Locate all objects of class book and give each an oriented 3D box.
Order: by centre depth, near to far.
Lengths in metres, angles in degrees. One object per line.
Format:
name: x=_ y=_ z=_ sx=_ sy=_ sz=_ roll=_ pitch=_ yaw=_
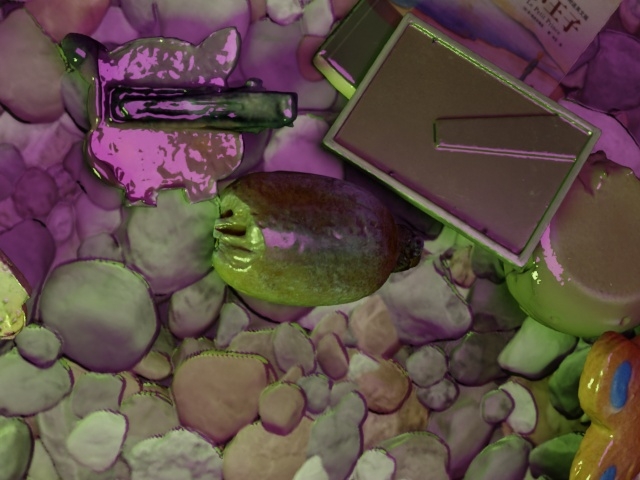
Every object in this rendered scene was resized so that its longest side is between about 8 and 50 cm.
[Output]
book: x=0.145 y=-0.201 z=1.158 sx=0.201 sy=0.026 sz=0.289 roll=42 pitch=73 yaw=-15

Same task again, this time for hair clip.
hair clip: x=-0.113 y=-0.102 z=1.032 sx=0.187 sy=0.056 sz=0.146 roll=-6 pitch=92 yaw=-15

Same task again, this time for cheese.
cheese: x=0.261 y=0.002 z=1.169 sx=0.203 sy=0.091 sz=0.175 roll=0 pitch=87 yaw=-26

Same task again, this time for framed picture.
framed picture: x=0.123 y=-0.087 z=1.088 sx=0.203 sy=0.015 sz=0.150 roll=32 pitch=75 yaw=1

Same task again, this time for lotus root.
lotus root: x=0.000 y=0.000 z=1.054 sx=0.192 sy=0.088 sz=0.113 roll=6 pitch=79 yaw=-24

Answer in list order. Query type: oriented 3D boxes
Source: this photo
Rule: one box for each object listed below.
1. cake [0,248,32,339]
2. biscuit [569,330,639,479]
cake: x=-0.323 y=0.072 z=0.933 sx=0.225 sy=0.090 sz=0.109 roll=-37 pitch=106 yaw=-2
biscuit: x=0.349 y=0.119 z=1.179 sx=0.324 sy=0.049 sz=0.205 roll=-23 pitch=123 yaw=-39
